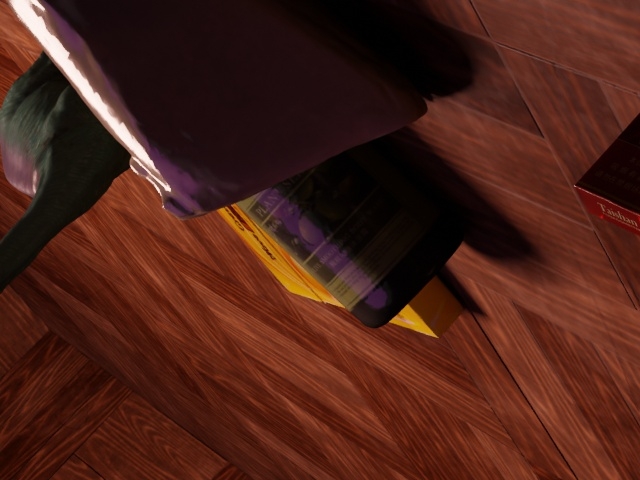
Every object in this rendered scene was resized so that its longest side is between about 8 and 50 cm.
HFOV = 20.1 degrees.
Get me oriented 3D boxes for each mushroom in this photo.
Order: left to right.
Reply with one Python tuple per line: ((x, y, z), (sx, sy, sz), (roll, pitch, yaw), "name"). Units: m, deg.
((-0.123, -0.168, 1.160), (0.407, 0.154, 0.137), (44, -153, 8), "mushroom")

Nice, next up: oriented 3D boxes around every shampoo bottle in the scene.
((-0.030, -0.065, 1.290), (0.284, 0.101, 0.101), (44, 166, 1), "shampoo bottle")

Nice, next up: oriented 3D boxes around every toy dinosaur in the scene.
((-0.245, -0.054, 1.452), (0.129, 0.331, 0.383), (52, 162, -24), "toy dinosaur")

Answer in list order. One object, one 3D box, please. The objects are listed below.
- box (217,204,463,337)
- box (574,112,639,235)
((0.000, 0.000, 1.520), (0.152, 0.043, 0.269), (50, 165, -24), "box")
((0.166, -0.040, 0.849), (0.051, 0.082, 0.023), (30, 162, 44), "box")
